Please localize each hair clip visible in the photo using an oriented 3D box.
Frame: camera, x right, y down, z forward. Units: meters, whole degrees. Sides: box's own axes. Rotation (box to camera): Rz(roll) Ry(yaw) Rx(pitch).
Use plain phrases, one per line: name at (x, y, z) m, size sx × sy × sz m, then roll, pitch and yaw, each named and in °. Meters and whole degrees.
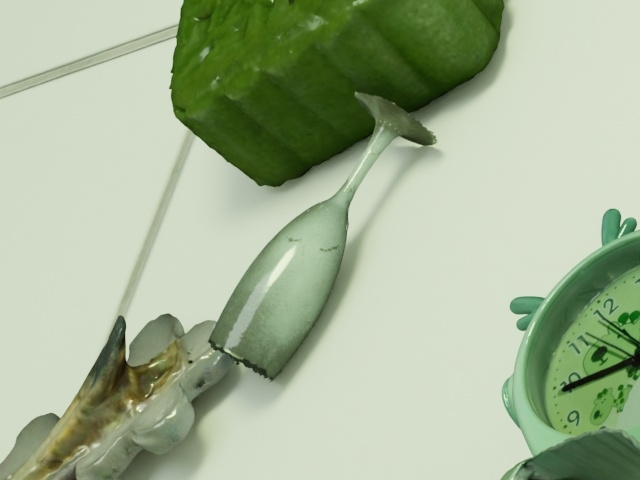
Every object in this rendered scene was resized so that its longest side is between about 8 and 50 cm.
hair clip at (-0.165, 0.138, 1.333) m, size 0.257 × 0.075 × 0.146 m, roll -46°, pitch 31°, yaw 14°

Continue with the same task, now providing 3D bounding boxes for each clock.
clock at (0.174, 0.061, 1.028) m, size 0.159 × 0.066 × 0.211 m, roll -42°, pitch 33°, yaw 8°

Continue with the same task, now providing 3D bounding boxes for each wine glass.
wine glass at (0.000, 0.000, 1.293) m, size 0.066 × 0.066 × 0.198 m, roll 16°, pitch 71°, yaw 54°

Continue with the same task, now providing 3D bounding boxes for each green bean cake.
green bean cake at (0.014, -0.178, 1.397) m, size 0.248 × 0.125 × 0.222 m, roll -25°, pitch 40°, yaw 31°

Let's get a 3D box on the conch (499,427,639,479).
conch at (0.130, 0.191, 0.884) m, size 0.200 × 0.131 × 0.172 m, roll -48°, pitch 18°, yaw 14°
